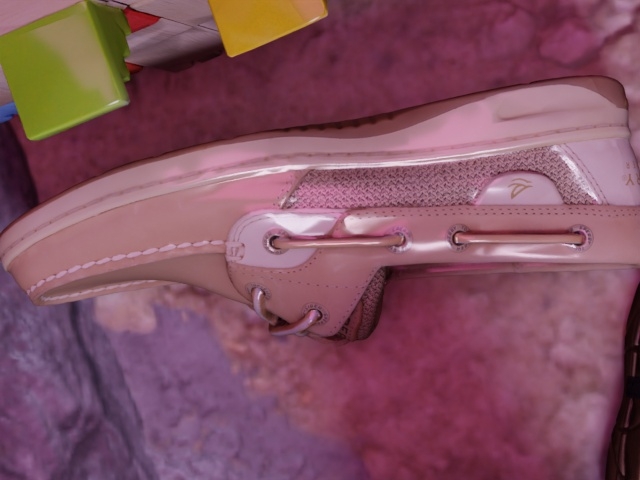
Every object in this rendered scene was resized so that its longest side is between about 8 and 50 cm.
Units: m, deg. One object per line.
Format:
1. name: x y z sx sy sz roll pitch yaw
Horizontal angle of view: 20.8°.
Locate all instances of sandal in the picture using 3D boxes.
1. sandal: 0.188 0.067 0.907 0.049 0.072 0.180 9 90 -7

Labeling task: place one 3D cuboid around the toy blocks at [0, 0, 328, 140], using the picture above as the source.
1. toy blocks: -0.083 -0.153 0.873 0.381 0.261 0.191 -21 87 14

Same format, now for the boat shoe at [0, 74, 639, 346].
1. boat shoe: 0.000 0.000 0.909 0.341 0.121 0.110 -12 85 6
